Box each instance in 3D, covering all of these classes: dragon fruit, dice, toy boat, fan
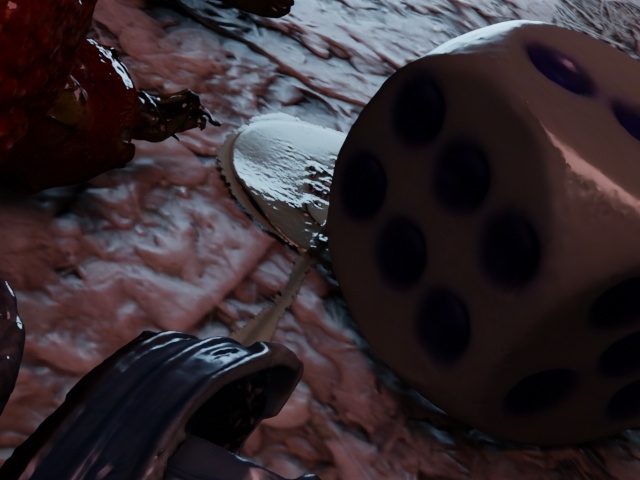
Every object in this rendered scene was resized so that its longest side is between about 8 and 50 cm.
[{"bbox_3d":[-0.176,-0.098,0.989,0.246,0.125,0.125,2,35,-47],"label":"dragon fruit"},{"bbox_3d":[0.175,-0.004,1.014,0.251,0.243,0.259,7,42,-37],"label":"dice"},{"bbox_3d":[-0.077,0.138,0.704,0.142,0.129,0.309,20,30,13],"label":"toy boat"},{"bbox_3d":[0.000,-0.001,1.090,0.233,0.012,0.415,28,30,0],"label":"fan"}]

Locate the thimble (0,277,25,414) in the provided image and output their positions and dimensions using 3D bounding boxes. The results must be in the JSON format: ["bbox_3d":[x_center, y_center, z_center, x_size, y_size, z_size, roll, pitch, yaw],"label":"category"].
[{"bbox_3d":[-0.238,0.065,0.716,0.150,0.098,0.150,22,31,-14],"label":"thimble"}]

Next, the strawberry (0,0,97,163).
[{"bbox_3d":[-0.257,-0.124,0.750,0.257,0.257,0.277,18,45,-18],"label":"strawberry"}]

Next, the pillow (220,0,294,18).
[{"bbox_3d":[-0.147,-0.354,1.398,0.307,0.108,0.305,25,29,-5],"label":"pillow"}]
